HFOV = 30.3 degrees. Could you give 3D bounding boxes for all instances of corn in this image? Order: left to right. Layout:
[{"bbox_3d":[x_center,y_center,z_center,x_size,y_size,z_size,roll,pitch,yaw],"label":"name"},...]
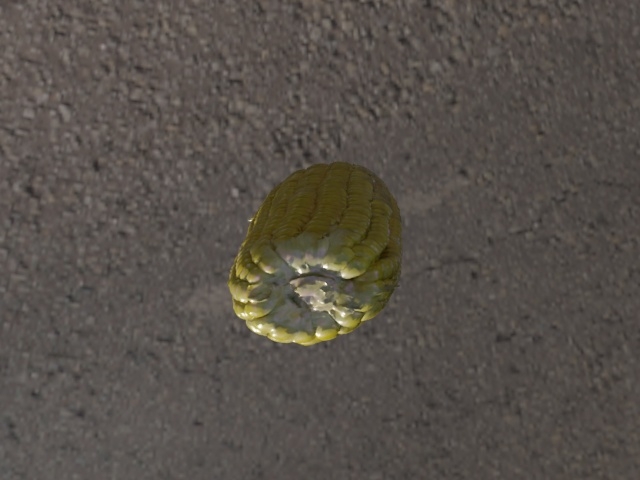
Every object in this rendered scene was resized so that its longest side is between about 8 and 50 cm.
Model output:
[{"bbox_3d":[0.000,0.000,0.612,0.085,0.165,0.063,-32,104,10],"label":"corn"}]
